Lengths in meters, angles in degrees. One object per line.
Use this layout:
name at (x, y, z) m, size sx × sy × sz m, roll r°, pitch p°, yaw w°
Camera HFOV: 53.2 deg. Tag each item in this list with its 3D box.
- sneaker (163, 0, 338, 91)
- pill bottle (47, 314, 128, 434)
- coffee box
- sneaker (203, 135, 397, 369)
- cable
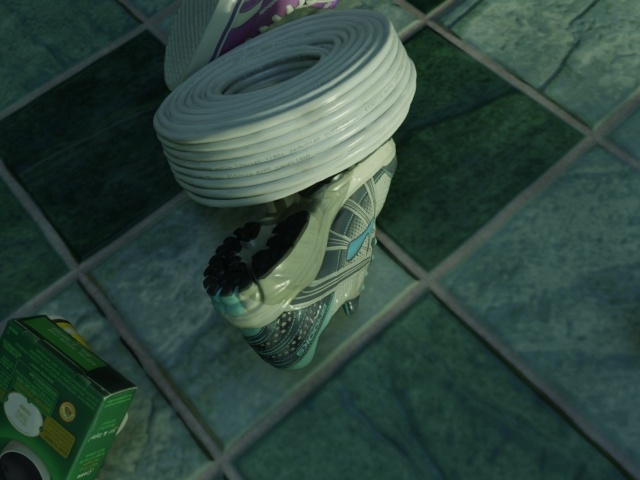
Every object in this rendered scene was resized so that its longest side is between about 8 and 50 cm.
sneaker at (-0.059, -0.272, 0.739) m, size 0.282 × 0.161 × 0.102 m, roll -56°, pitch 43°, yaw 15°
pill bottle at (-0.221, 0.125, 0.561) m, size 0.065 × 0.065 × 0.116 m, roll -42°, pitch 65°, yaw -16°
coffee box at (-0.229, 0.164, 0.504) m, size 0.113 × 0.040 × 0.184 m, roll 30°, pitch 101°, yaw 20°
sneaker at (0.000, 0.000, 0.599) m, size 0.110 × 0.122 × 0.283 m, roll -2°, pitch 35°, yaw 36°
cable at (-0.035, -0.134, 0.620) m, size 0.257 × 0.089 × 0.257 m, roll -21°, pitch 31°, yaw 3°
